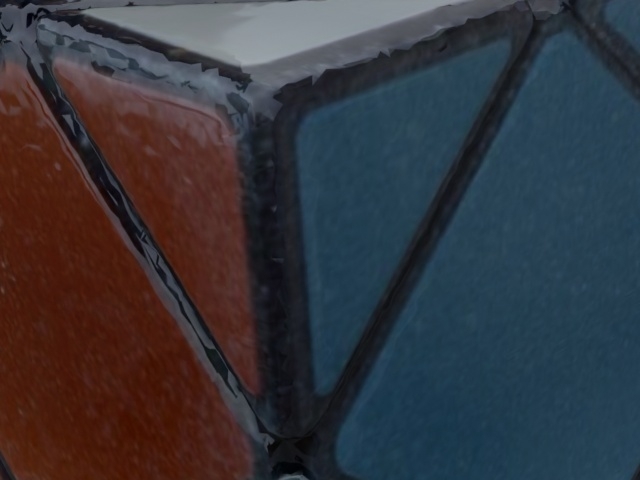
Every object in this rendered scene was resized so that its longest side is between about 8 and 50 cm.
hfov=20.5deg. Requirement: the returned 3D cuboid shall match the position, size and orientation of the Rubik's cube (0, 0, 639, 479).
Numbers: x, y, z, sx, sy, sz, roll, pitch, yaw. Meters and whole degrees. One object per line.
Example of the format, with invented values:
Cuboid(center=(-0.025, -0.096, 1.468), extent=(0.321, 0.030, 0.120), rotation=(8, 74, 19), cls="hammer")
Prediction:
Cuboid(center=(0.000, 0.000, 0.558), extent=(0.205, 0.205, 0.207), rotation=(-24, 29, -37), cls="Rubik's cube")
